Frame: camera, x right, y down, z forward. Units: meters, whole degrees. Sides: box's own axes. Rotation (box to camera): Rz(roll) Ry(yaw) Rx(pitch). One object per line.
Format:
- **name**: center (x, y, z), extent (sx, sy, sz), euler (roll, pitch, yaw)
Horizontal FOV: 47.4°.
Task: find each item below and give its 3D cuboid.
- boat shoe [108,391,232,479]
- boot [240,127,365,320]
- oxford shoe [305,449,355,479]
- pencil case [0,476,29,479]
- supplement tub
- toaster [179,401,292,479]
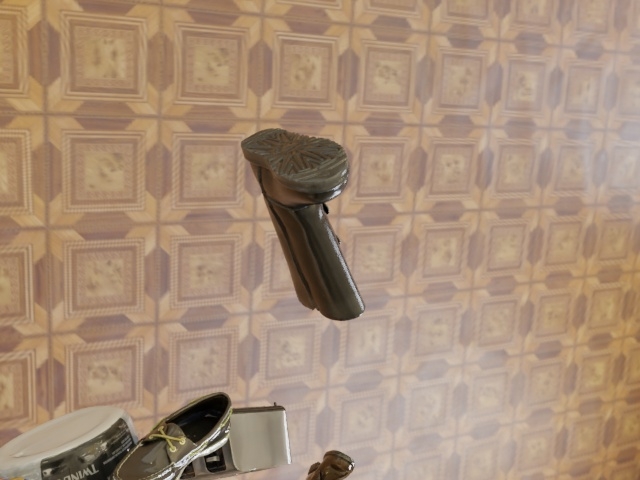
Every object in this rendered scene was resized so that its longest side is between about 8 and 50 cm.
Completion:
- **boat shoe**: center (-0.205, 0.280, 1.011), extent (0.227, 0.081, 0.069), euler (-26, 136, -57)
- **boot**: center (-0.001, -0.001, 1.591), extent (0.146, 0.367, 0.445), euler (-25, 119, -16)
- **oxford shoe**: center (0.020, 0.590, 1.810), extent (0.082, 0.227, 0.096), euler (32, 49, 1)
- **pencil case**: center (-0.410, 0.223, 0.628), extent (0.306, 0.133, 0.119), euler (30, 49, -26)
- **supplement tub**: center (-0.329, 0.433, 1.064), extent (0.207, 0.207, 0.338), euler (-19, 98, -25)
- **toaster**: center (-0.155, 0.348, 1.256), extent (0.185, 0.168, 0.110), euler (12, 63, -51)
